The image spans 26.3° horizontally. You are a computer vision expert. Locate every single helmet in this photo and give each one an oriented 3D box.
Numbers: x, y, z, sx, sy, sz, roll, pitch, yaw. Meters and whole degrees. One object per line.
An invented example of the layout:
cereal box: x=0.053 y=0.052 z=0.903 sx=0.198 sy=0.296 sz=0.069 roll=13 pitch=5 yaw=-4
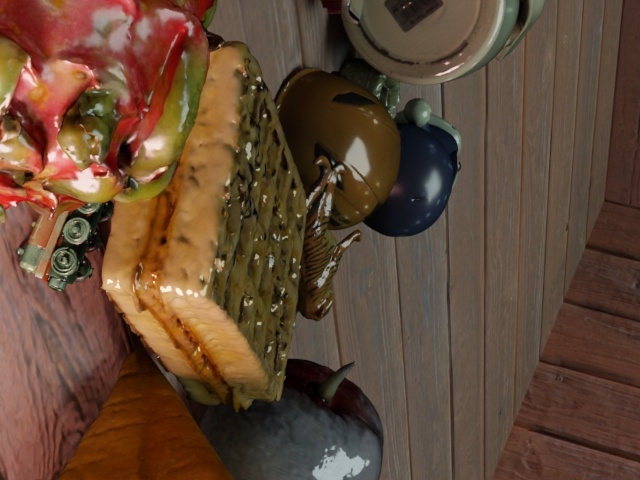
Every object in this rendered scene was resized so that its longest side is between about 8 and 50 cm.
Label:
helmet: x=0.027 y=-0.105 z=1.673 sx=0.224 sy=0.130 sz=0.198 roll=59 pitch=46 yaw=-62

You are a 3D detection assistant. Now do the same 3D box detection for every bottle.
bottle: x=0.178 y=-0.320 z=1.806 sx=0.351 sy=0.229 sz=0.229 roll=-25 pitch=127 yaw=-70

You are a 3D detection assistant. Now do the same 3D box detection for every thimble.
thimble: x=0.064 y=-0.191 z=1.808 sx=0.084 sy=0.062 sz=0.110 roll=-66 pitch=158 yaw=-18

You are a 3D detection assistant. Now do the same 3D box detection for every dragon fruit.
dragon fruit: x=-0.183 y=-0.142 z=0.923 sx=0.303 sy=0.231 sz=0.237 roll=-76 pitch=163 yaw=-53

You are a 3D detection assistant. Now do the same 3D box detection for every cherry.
cherry: x=-0.040 y=0.258 z=1.603 sx=0.255 sy=0.218 sz=0.296 roll=-34 pitch=147 yaw=-75

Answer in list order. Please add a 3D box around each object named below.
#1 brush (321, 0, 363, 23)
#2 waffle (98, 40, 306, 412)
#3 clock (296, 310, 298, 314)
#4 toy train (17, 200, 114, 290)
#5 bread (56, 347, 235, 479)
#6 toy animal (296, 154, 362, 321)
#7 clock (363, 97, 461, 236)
brush: x=0.047 y=-0.418 z=1.637 sx=0.060 sy=0.050 sz=0.321 roll=38 pitch=61 yaw=-66
waffle: x=-0.102 y=-0.001 z=1.305 sx=0.376 sy=0.114 sz=0.261 roll=69 pitch=28 yaw=-68
clock: x=-0.071 y=0.038 z=1.604 sx=0.148 sy=0.060 sz=0.189 roll=-45 pitch=144 yaw=-54
toy train: x=-0.218 y=-0.010 z=1.158 sx=0.044 sy=0.064 sz=0.103 roll=55 pitch=54 yaw=-76
bread: x=-0.195 y=0.278 z=1.282 sx=0.362 sy=0.244 sz=0.233 roll=-132 pitch=-149 yaw=-60
toy animal: x=0.000 y=0.000 z=1.581 sx=0.099 sy=0.056 sz=0.241 roll=-55 pitch=154 yaw=-32
clock: x=0.122 y=-0.100 z=1.926 sx=0.243 sy=0.146 sz=0.200 roll=-47 pitch=151 yaw=-67
